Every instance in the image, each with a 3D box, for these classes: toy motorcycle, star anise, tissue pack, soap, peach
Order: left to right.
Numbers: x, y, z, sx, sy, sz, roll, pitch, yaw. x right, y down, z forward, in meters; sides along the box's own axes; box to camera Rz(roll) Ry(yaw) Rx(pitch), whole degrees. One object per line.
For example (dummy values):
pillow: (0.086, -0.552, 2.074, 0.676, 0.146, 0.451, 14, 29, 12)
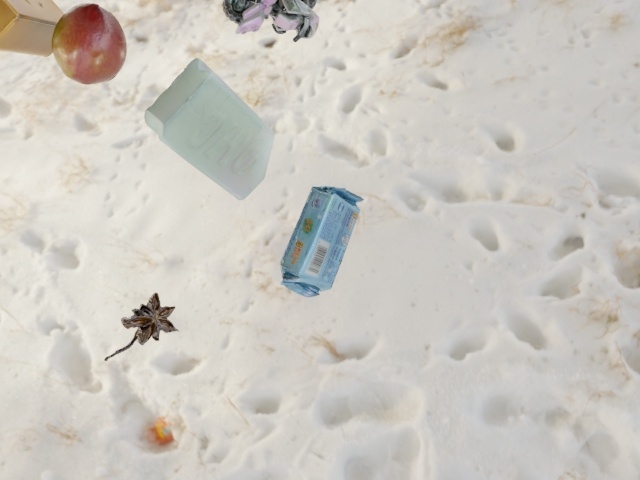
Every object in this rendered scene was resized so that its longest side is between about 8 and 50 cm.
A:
tissue pack: (-0.818, -0.600, 1.574, 0.145, 0.194, 0.274, -42, 4, 15)
peach: (-0.582, -0.504, 1.517, 0.197, 0.197, 0.197, -10, 48, 11)
star anise: (-0.391, 0.194, 1.293, 0.070, 0.097, 0.191, -17, 17, 41)
soap: (-0.214, -0.225, 1.266, 0.173, 0.289, 0.095, -46, 51, 4)
toy motorcycle: (-0.130, -0.688, 1.811, 0.327, 0.143, 0.188, -24, 84, -31)
soap: (0.000, 0.000, 1.510, 0.077, 0.156, 0.293, 17, 83, 39)
